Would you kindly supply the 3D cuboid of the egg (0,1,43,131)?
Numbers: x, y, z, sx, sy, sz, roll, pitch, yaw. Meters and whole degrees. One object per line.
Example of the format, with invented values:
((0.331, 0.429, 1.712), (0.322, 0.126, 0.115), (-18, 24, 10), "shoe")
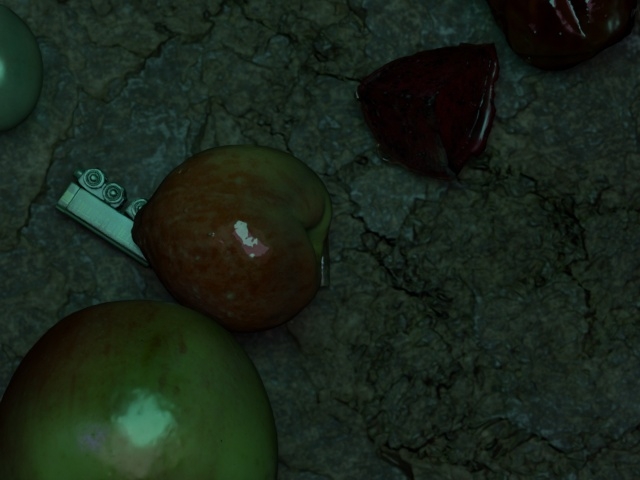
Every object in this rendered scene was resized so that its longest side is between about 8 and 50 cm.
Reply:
((-0.380, -0.201, 1.372), (0.114, 0.114, 0.152), (-1, 88, -5), "egg")

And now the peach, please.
((-0.103, -0.006, 1.350), (0.233, 0.232, 0.232), (0, 86, -5), "peach")

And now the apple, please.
((-0.196, 0.216, 1.271), (0.319, 0.319, 0.277), (12, 61, -4), "apple")

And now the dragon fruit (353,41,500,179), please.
((0.139, -0.167, 1.438), (0.127, 0.120, 0.161), (22, 52, 36), "dragon fruit")

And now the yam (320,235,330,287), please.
((0.000, 0.000, 1.438), (0.021, 0.021, 0.116), (-2, 87, -5), "yam")

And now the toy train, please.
((-0.240, -0.029, 1.412), (0.148, 0.038, 0.071), (33, 87, -3), "toy train")

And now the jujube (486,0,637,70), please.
((0.256, -0.368, 1.404), (0.216, 0.216, 0.342), (-24, 101, -6), "jujube")
